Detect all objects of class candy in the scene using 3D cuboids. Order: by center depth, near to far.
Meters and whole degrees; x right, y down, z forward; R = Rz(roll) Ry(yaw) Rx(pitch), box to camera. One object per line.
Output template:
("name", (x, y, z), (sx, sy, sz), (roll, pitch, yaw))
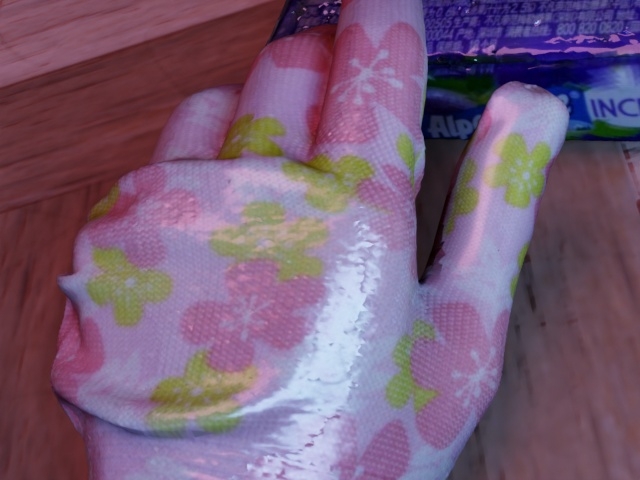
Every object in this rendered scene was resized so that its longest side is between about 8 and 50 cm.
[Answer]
("candy", (0.127, -0.085, 0.487), (0.312, 0.061, 0.088), (3, 55, 27))

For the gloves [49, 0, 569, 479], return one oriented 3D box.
("gloves", (-0.007, -0.003, 0.405), (0.145, 0.126, 0.241), (-1, 74, 35))
